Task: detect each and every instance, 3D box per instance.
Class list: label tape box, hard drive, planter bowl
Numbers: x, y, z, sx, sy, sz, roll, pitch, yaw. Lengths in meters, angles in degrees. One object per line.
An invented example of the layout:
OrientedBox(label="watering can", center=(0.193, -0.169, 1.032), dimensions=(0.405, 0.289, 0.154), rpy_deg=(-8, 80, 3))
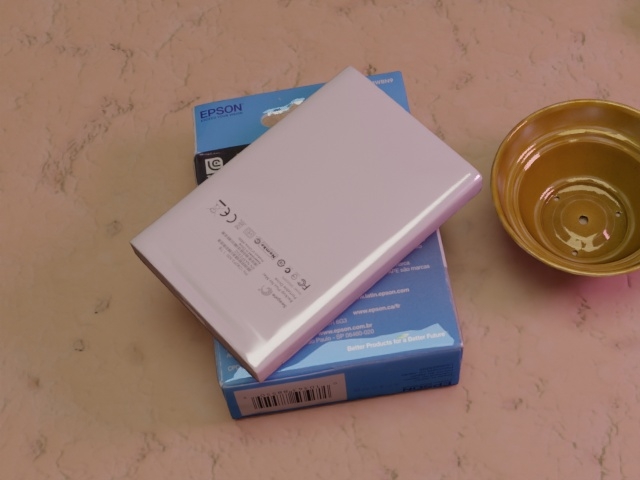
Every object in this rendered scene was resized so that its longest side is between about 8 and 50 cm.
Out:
OrientedBox(label="label tape box", center=(0.000, 0.000, 1.263), dimensions=(0.249, 0.115, 0.348), rpy_deg=(-9, 60, 0))
OrientedBox(label="hard drive", center=(-0.014, -0.026, 1.191), dimensions=(0.307, 0.040, 0.203), rpy_deg=(-40, 66, -16))
OrientedBox(label="planter bowl", center=(0.293, -0.040, 1.266), dimensions=(0.217, 0.090, 0.217), rpy_deg=(-2, 62, 4))
